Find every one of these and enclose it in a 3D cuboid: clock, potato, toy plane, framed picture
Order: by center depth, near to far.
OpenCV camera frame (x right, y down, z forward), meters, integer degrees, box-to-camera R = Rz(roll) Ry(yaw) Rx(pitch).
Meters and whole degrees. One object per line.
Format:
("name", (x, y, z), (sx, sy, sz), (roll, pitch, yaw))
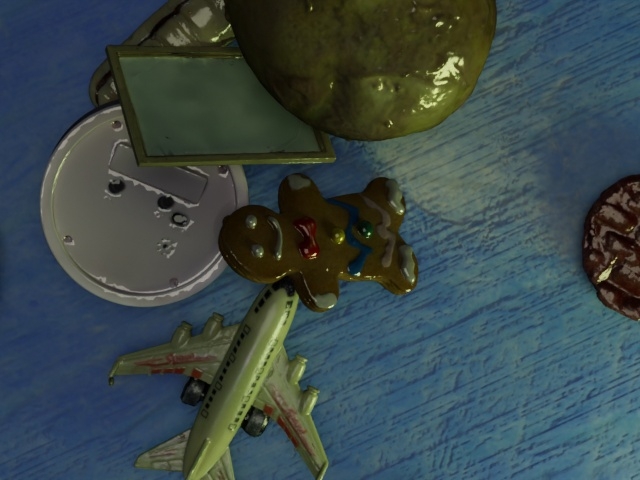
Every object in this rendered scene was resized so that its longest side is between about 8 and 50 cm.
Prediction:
("potato", (0.018, -0.227, 1.362), (0.289, 0.301, 0.237), (33, 102, 26))
("framed picture", (-0.094, -0.128, 1.398), (0.201, 0.010, 0.136), (-3, 60, -28))
("clock", (-0.169, -0.038, 1.419), (0.197, 0.068, 0.196), (-2, 100, -8))
("toy plane", (-0.079, 0.134, 1.429), (0.229, 0.092, 0.244), (27, 88, 1))

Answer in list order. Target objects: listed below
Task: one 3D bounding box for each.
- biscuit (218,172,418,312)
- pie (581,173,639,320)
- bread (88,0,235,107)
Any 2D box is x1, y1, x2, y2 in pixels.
("biscuit", (0.000, 0.000, 1.408), (0.205, 0.031, 0.138), (-1, 73, -27))
("pie", (0.328, 0.007, 1.467), (0.154, 0.038, 0.153), (0, 92, 0))
("bread", (-0.139, -0.199, 1.449), (0.214, 0.053, 0.073), (-38, 88, 1))
